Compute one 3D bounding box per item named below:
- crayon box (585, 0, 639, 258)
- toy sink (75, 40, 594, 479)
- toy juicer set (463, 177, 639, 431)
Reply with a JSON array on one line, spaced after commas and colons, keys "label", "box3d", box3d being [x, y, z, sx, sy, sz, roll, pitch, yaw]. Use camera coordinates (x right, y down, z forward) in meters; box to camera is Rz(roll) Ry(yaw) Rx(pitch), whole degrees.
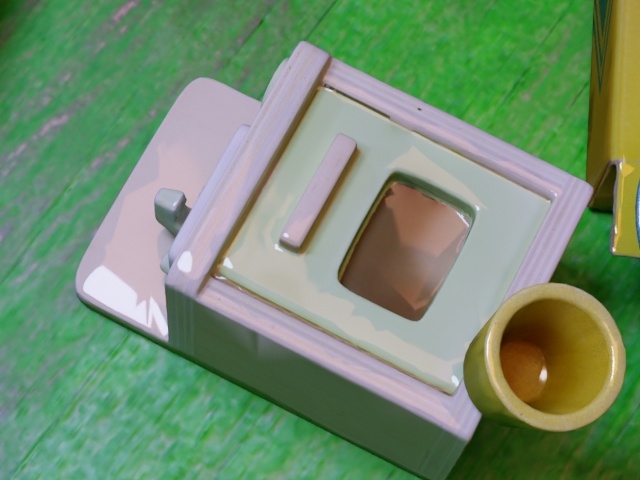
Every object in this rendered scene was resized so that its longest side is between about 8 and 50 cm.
[{"label": "crayon box", "box3d": [0.258, -0.120, 1.072, 0.202, 0.081, 0.318, 7, 71, -1]}, {"label": "toy sink", "box3d": [0.000, 0.000, 0.992, 0.234, 0.131, 0.153, 28, 72, 6]}, {"label": "toy juicer set", "box3d": [0.240, 0.019, 0.920, 0.209, 0.089, 0.329, 45, 71, -1]}]
